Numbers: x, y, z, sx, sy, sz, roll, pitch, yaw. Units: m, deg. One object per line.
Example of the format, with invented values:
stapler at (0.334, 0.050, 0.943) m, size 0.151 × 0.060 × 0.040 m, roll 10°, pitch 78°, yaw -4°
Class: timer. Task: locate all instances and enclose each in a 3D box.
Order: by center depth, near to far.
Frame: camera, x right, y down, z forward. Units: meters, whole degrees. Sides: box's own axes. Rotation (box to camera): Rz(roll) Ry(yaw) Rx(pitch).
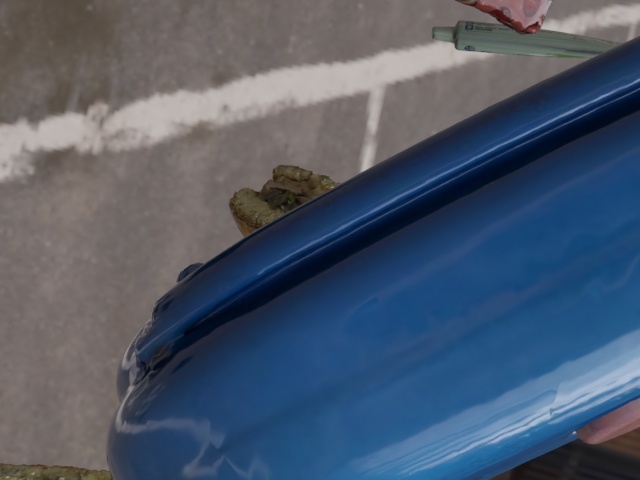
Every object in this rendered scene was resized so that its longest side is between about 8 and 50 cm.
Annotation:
timer at (0.090, 0.024, 0.538) m, size 0.115 × 0.340 × 0.309 m, roll 64°, pitch 5°, yaw 12°

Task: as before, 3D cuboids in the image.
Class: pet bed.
pet bed at (0.105, -0.241, 1.197) m, size 0.053 × 0.201 × 0.201 m, roll -61°, pitch 167°, yaw 15°

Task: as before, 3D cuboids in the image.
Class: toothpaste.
toothpaste at (0.203, -0.187, 1.306) m, size 0.048 × 0.197 × 0.029 m, roll -62°, pitch 158°, yaw -70°

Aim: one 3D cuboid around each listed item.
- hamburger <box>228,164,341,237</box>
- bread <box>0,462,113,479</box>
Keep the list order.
hamburger at (0.000, 0.000, 1.722) m, size 0.124 × 0.262 × 0.131 m, roll -34°, pitch 131°, yaw -29°
bread at (-0.273, 0.295, 1.458) m, size 0.054 × 0.154 × 0.136 m, roll -72°, pitch 165°, yaw -48°
